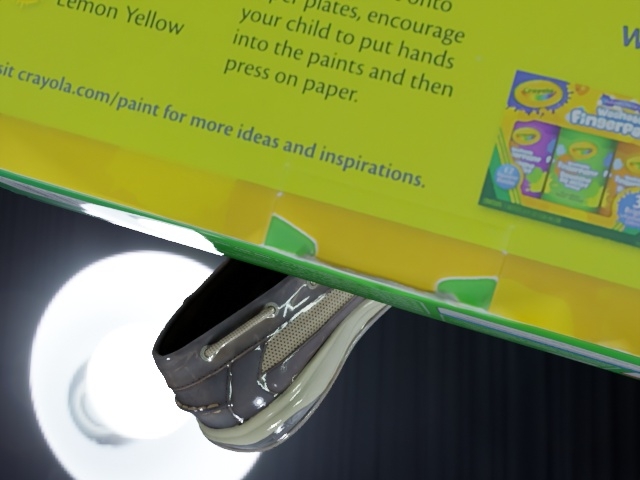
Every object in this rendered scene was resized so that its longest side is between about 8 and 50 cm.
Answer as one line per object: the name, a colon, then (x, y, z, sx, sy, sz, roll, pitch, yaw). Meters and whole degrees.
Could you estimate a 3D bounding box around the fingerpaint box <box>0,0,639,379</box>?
fingerpaint box: (0.085, -0.147, 0.448, 0.445, 0.371, 0.163, 15, 175, 11)

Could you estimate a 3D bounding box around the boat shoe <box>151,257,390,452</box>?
boat shoe: (0.000, 0.000, 0.767, 0.132, 0.355, 0.130, 9, 148, 49)
